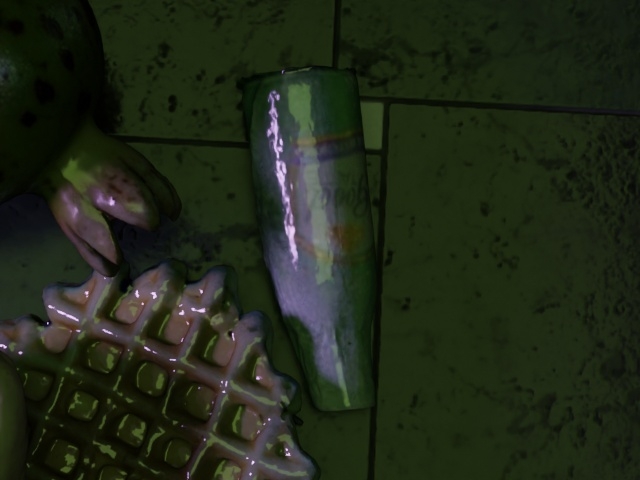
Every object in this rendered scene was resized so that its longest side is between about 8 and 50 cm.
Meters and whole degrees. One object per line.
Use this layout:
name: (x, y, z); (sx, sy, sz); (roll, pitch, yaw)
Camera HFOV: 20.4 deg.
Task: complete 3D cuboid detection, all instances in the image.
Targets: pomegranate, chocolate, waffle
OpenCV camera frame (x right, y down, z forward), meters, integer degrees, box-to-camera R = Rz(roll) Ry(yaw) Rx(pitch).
pomegranate: (-0.263, -0.099, 1.424); (0.242, 0.242, 0.306); (-33, 72, -6)
chocolate: (0.000, 0.000, 1.509); (0.110, 0.110, 0.291); (-8, 86, -4)
waffle: (-0.154, 0.168, 1.471); (0.292, 0.056, 0.309); (-26, 72, 3)

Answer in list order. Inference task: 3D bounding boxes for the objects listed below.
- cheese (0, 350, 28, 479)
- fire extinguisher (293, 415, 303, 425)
cheese: (-0.316, 0.248, 1.409); (0.328, 0.129, 0.351); (-43, 83, 12)
fire extinguisher: (-0.076, 0.191, 1.504); (0.062, 0.050, 0.177); (36, 82, -14)
